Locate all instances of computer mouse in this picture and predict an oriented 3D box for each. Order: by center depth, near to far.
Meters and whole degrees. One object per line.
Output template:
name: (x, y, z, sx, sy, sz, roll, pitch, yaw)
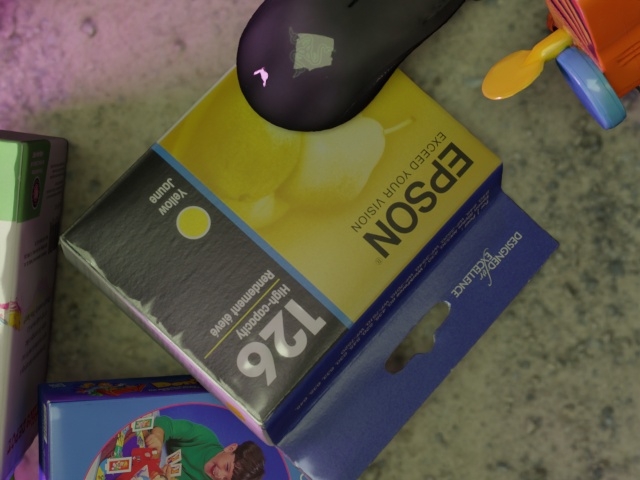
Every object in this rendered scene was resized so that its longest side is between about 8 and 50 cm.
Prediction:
computer mouse: (0.038, -0.208, 0.957, 0.188, 0.072, 0.272, 39, 77, 0)

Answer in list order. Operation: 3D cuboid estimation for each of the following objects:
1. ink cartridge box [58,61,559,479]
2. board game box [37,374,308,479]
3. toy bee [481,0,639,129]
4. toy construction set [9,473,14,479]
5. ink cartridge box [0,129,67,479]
ink cartridge box: (0.000, 0.000, 0.979, 0.307, 0.072, 0.303, 41, 76, 6)
board game box: (-0.118, 0.292, 1.016, 0.233, 0.078, 0.347, -1, 95, -19)
toy bee: (0.213, -0.156, 0.933, 0.195, 0.298, 0.162, -23, 51, -9)
toy construction set: (-0.327, 0.325, 1.072, 0.215, 0.151, 0.327, -4, 105, 9)
ink cartridge box: (-0.296, 0.046, 1.000, 0.117, 0.201, 0.278, 6, 96, -4)
